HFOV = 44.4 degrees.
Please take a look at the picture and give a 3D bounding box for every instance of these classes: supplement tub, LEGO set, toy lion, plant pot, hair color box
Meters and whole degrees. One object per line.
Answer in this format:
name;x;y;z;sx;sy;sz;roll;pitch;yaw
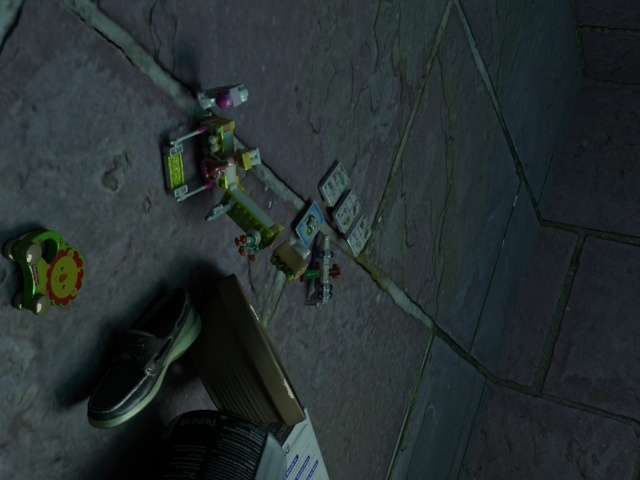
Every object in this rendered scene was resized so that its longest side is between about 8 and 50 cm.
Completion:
supplement tub;-0.169;0.401;1.036;0.316;0.193;0.194;-72;158;-47
LEGO set;0.000;0.000;1.448;0.244;0.060;0.182;-58;136;-35
toy lion;-0.300;0.032;0.876;0.096;0.034;0.100;-46;140;-56
plant pot;-0.119;0.177;1.143;0.109;0.237;0.237;-27;138;-6
LEGO set;-0.126;-0.059;1.055;0.107;0.132;0.287;-33;109;-46
hair color box;-0.080;0.448;1.406;0.185;0.110;0.339;-54;147;-36

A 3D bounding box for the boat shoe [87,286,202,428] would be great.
boat shoe;-0.231;0.143;1.012;0.223;0.080;0.073;-53;140;-48
